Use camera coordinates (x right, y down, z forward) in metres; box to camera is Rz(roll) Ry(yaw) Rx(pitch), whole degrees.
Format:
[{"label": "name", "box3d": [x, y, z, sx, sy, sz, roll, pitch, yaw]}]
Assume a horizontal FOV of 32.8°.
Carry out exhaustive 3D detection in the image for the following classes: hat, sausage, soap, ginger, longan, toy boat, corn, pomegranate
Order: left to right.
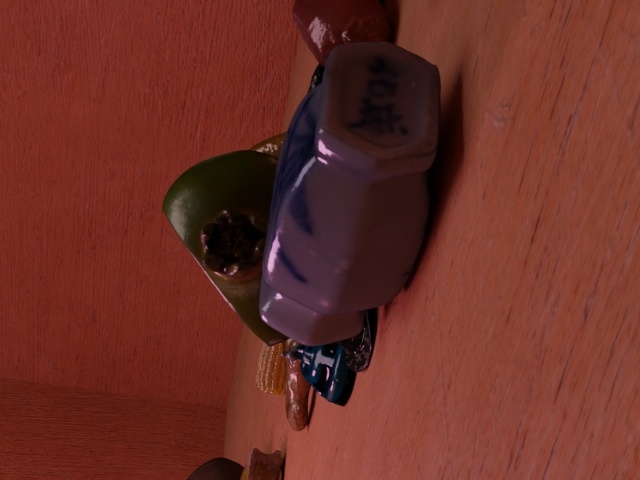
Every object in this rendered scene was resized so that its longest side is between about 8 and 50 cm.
[{"label": "longan", "box3d": [-0.242, 0.633, 2.577, 0.246, 0.215, 0.246, -47, 27, 34]}, {"label": "soap", "box3d": [-0.139, 0.571, 2.366, 0.257, 0.080, 0.160, 110, 167, -56]}, {"label": "pomegranate", "box3d": [-0.088, -0.009, 1.670, 0.310, 0.216, 0.358, 56, 176, 4]}, {"label": "corn", "box3d": [-0.088, 0.251, 2.342, 0.063, 0.085, 0.165, -42, -32, -74]}, {"label": "ginger", "box3d": [-0.032, 0.188, 2.009, 0.148, 0.081, 0.334, -175, 92, -68]}, {"label": "toy boat", "box3d": [-0.006, 0.180, 1.733, 0.299, 0.092, 0.134, 176, 106, -84]}, {"label": "sausage", "box3d": [0.032, -0.357, 1.779, 0.254, 0.148, 0.148, -124, 41, -58]}, {"label": "hat", "box3d": [0.042, 0.130, 1.538, 0.121, 0.050, 0.121, -168, 90, -80]}]

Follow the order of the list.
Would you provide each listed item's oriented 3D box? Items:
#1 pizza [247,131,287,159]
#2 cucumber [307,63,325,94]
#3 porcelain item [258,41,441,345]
[{"label": "pizza", "box3d": [-0.020, -0.090, 1.846, 0.229, 0.289, 0.081, 52, -146, -43]}, {"label": "cucumber", "box3d": [-0.005, -0.292, 2.407, 0.067, 0.067, 0.245, 155, 122, -82]}, {"label": "porcelain item", "box3d": [0.032, -0.045, 1.325, 0.405, 0.178, 0.243, 112, 167, -55]}]
